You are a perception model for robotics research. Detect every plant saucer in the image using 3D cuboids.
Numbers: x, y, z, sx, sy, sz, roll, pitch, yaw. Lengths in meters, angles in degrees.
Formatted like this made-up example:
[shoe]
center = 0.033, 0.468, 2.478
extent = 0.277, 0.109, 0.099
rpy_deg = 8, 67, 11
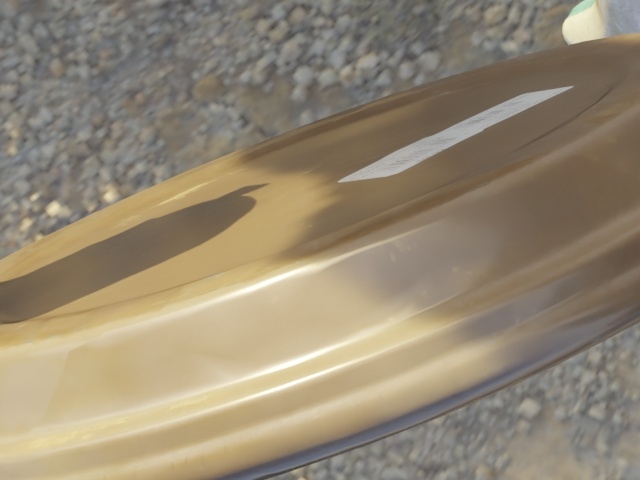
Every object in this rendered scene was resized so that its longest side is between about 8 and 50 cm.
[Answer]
[plant saucer]
center = 0.000, 0.000, 0.479
extent = 0.278, 0.278, 0.041
rpy_deg = -15, 101, 29

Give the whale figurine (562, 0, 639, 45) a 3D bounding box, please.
[whale figurine]
center = 0.275, -0.106, 0.928
extent = 0.272, 0.216, 0.141
rpy_deg = 21, 77, 0
